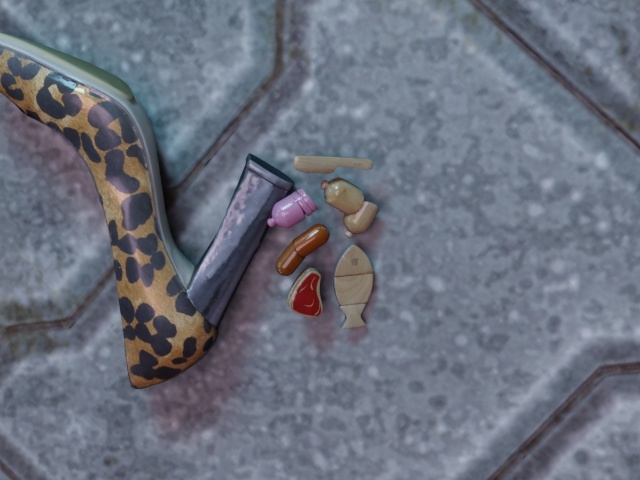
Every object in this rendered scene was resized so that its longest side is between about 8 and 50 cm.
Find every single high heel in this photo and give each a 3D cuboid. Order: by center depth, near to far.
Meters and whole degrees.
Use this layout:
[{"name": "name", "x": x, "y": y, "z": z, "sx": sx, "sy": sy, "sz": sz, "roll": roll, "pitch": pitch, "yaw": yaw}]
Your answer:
[{"name": "high heel", "x": -0.171, "y": -0.022, "z": 1.034, "sx": 0.261, "sy": 0.093, "sz": 0.186, "roll": 29, "pitch": 99, "yaw": 0}]

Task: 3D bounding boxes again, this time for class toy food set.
[{"name": "toy food set", "x": 0.000, "y": 0.000, "z": 1.020, "sx": 0.078, "sy": 0.019, "sz": 0.122, "roll": 2, "pitch": 107, "yaw": -16}]
